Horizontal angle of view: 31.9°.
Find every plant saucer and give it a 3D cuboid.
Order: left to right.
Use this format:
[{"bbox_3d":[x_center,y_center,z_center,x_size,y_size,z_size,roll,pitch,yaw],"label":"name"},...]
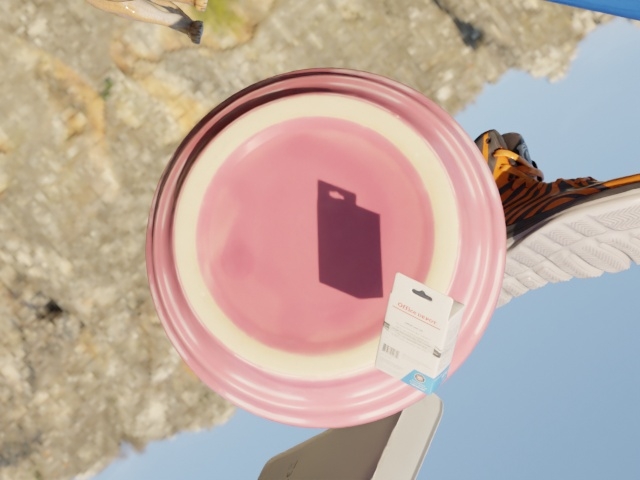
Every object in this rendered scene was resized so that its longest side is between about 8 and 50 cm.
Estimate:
[{"bbox_3d":[0.000,0.000,1.000,0.332,0.332,0.084,-39,170,0],"label":"plant saucer"}]

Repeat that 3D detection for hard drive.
[{"bbox_3d":[-0.012,0.307,1.249,0.353,0.047,0.233,-39,-162,53],"label":"hard drive"}]

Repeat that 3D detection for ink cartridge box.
[{"bbox_3d":[0.071,0.061,0.788,0.028,0.048,0.083,-34,142,-49],"label":"ink cartridge box"}]

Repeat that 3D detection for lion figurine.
[{"bbox_3d":[-0.251,-0.336,1.373,0.392,0.240,0.142,132,-31,-77],"label":"lion figurine"}]

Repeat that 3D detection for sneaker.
[{"bbox_3d":[0.233,-0.051,1.170,0.321,0.124,0.180,-20,-128,37],"label":"sneaker"}]

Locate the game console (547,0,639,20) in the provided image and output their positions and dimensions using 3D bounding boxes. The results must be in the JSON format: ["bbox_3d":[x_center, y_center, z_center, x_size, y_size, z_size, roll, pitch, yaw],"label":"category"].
[{"bbox_3d":[0.239,-0.369,1.012,0.173,0.250,0.293,-14,148,-18],"label":"game console"}]
